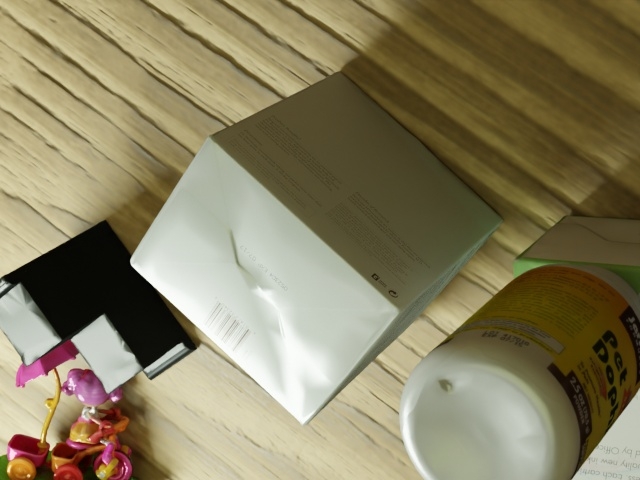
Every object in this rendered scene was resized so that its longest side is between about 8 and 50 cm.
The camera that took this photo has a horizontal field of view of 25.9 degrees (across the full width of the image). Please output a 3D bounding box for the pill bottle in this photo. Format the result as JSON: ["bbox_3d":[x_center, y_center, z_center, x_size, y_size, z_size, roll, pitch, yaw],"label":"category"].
[{"bbox_3d":[0.146,0.087,0.924,0.117,0.215,0.117,10,112,26],"label":"pill bottle"}]

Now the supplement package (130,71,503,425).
[{"bbox_3d":[0.000,0.000,1.122,0.194,0.203,0.149,43,125,8],"label":"supplement package"}]

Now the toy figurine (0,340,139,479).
[{"bbox_3d":[-0.249,0.178,1.404,0.173,0.130,0.159,10,106,2],"label":"toy figurine"}]

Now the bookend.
[{"bbox_3d":[-0.223,0.084,1.311,0.072,0.156,0.157,-35,91,35],"label":"bookend"}]

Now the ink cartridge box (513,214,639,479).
[{"bbox_3d":[0.272,0.168,1.086,0.207,0.119,0.353,5,111,28],"label":"ink cartridge box"}]
